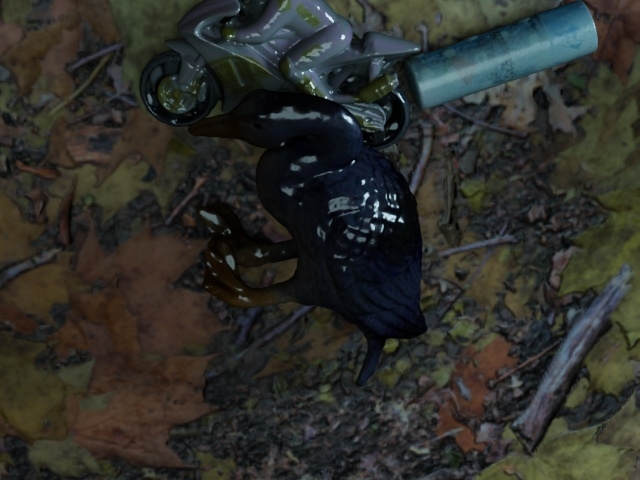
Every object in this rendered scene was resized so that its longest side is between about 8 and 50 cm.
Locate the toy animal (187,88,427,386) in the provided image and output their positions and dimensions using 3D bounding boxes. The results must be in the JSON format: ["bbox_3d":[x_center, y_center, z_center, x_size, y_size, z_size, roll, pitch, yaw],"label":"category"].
[{"bbox_3d":[0.000,0.000,0.916,0.185,0.122,0.298,-26,122,23],"label":"toy animal"}]

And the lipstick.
[{"bbox_3d":[0.151,-0.156,0.942,0.157,0.048,0.048,-19,113,-1],"label":"lipstick"}]

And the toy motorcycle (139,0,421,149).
[{"bbox_3d":[-0.031,-0.152,0.900,0.225,0.073,0.152,7,117,-3],"label":"toy motorcycle"}]
